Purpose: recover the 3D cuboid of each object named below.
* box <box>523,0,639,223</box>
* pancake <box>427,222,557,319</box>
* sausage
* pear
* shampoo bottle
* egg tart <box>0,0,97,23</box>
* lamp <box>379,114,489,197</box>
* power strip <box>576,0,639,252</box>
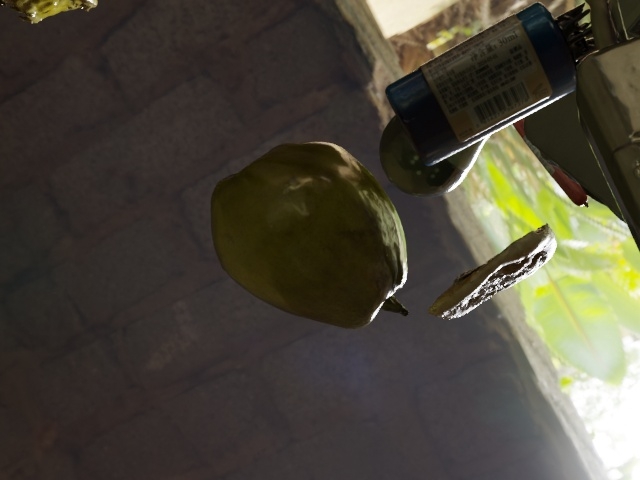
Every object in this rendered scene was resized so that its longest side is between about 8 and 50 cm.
[{"bbox_3d":[0.472,-0.190,0.977,0.396,0.111,0.396,-51,-147,15],"label":"box"},{"bbox_3d":[0.306,0.063,1.448,0.282,0.049,0.282,-27,164,-9],"label":"pancake"},{"bbox_3d":[0.428,-0.159,1.543,0.034,0.253,0.034,-25,156,-12],"label":"sausage"},{"bbox_3d":[0.000,0.000,1.338,0.287,0.375,0.287,-49,180,0],"label":"pear"},{"bbox_3d":[0.153,-0.140,0.702,0.183,0.087,0.050,-27,-151,13],"label":"shampoo bottle"},{"bbox_3d":[-0.516,-0.452,1.340,0.120,0.315,0.315,-57,179,-3],"label":"egg tart"},{"bbox_3d":[0.242,-0.194,1.510,0.182,0.182,0.314,-25,177,-43],"label":"lamp"},{"bbox_3d":[0.196,-0.024,0.394,0.093,0.288,0.053,-18,148,11],"label":"power strip"}]
